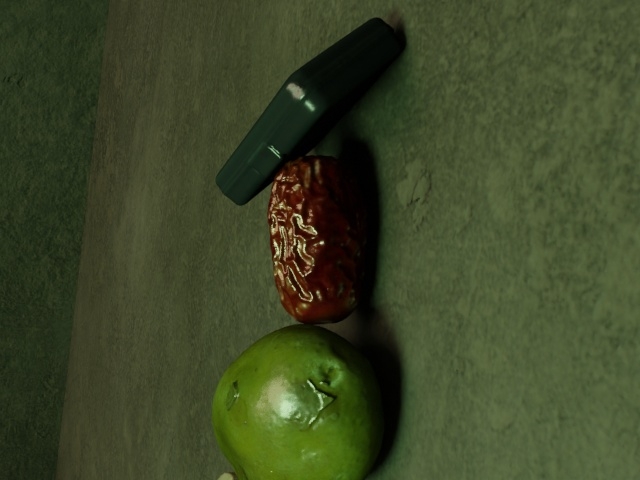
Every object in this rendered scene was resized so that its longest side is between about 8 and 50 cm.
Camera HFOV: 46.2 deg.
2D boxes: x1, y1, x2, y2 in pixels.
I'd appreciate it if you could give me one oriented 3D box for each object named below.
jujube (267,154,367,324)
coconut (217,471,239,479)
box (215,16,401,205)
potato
[{"bbox_3d":[0.000,0.000,0.789,0.109,0.112,0.176,-11,80,50],"label":"jujube"},{"bbox_3d":[-0.092,0.341,0.920,0.116,0.122,0.116,-10,79,63],"label":"coconut"},{"bbox_3d":[-0.017,-0.133,0.806,0.050,0.160,0.230,48,145,-2],"label":"box"},{"bbox_3d":[-0.030,0.188,0.781,0.253,0.149,0.186,111,148,-47],"label":"potato"}]
